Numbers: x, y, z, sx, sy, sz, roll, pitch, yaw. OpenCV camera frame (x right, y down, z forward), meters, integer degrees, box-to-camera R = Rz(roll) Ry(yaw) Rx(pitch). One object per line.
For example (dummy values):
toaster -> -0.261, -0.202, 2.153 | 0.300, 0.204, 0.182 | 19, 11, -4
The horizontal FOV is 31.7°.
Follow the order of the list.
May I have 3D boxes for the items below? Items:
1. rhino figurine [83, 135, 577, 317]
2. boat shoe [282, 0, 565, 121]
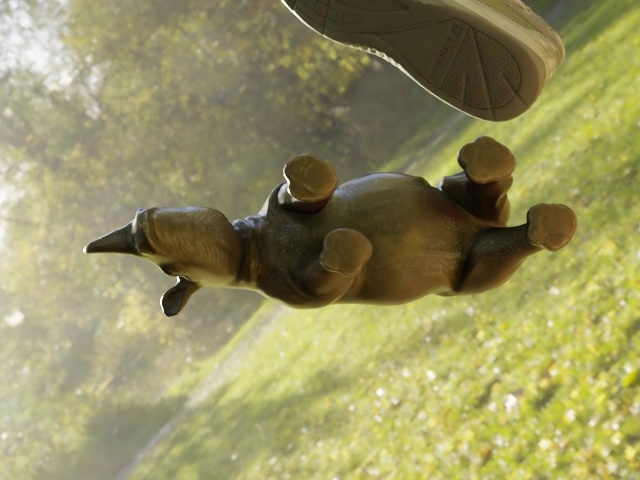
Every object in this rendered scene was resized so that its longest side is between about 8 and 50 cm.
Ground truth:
rhino figurine -> 0.000, 0.000, 0.590 | 0.243, 0.073, 0.106 | -5, -14, -8
boat shoe -> 0.070, -0.228, 1.002 | 0.103, 0.320, 0.118 | -46, -14, -48
